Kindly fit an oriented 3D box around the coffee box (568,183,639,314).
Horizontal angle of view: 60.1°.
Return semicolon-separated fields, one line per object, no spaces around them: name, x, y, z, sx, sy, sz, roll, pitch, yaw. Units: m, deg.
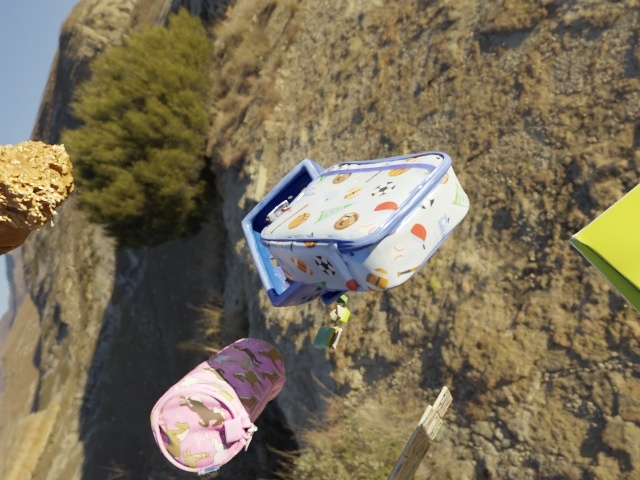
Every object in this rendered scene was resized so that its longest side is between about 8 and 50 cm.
coffee box;0.622;0.037;0.755;0.337;0.335;0.338;-45;57;20

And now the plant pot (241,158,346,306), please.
plant pot;0.000;0.000;1.217;0.236;0.212;0.235;-41;55;26

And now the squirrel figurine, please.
squirrel figurine;-0.746;-0.116;1.172;0.370;0.398;0.280;18;-122;-86

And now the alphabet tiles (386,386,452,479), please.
alphabet tiles;0.208;0.494;1.250;0.011;0.285;0.342;27;76;26

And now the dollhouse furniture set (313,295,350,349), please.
dollhouse furniture set;0.020;0.199;1.405;0.076;0.059;0.151;-3;56;46

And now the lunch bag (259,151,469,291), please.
lunch bag;0.058;-0.039;0.846;0.243;0.114;0.304;-46;29;-25

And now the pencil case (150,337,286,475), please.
pencil case;-0.178;0.302;1.085;0.160;0.167;0.386;-41;-2;7
